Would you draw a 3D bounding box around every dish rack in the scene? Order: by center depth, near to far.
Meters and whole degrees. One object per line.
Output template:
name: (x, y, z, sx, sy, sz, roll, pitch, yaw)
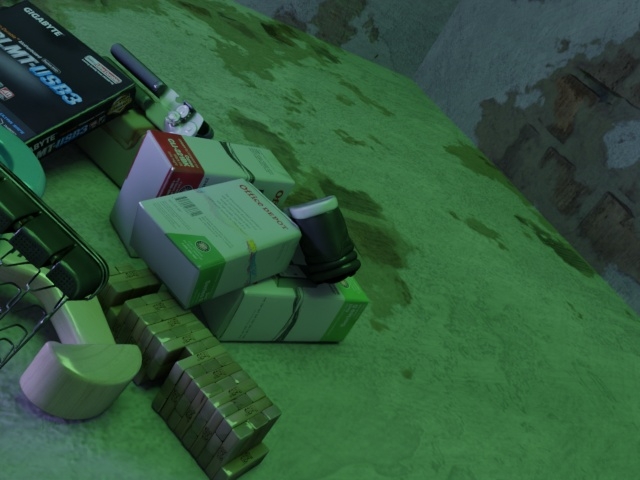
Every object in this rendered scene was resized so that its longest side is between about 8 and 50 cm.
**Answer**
dish rack: (-0.394, 0.062, 0.703, 0.208, 0.271, 0.074, 45, 4, -7)

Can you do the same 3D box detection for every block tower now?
block tower: (-0.196, 0.172, 0.915, 0.335, 0.097, 0.091, 44, 29, 20)

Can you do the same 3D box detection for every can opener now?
can opener: (-0.329, -0.280, 1.297, 0.280, 0.074, 0.093, 42, -6, 16)

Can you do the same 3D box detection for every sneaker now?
sneaker: (0.000, 0.000, 1.171, 0.296, 0.104, 0.147, -129, -157, -84)

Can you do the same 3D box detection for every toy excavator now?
toy excavator: (-0.442, -0.012, 0.868, 0.445, 0.222, 0.433, 27, 27, -29)

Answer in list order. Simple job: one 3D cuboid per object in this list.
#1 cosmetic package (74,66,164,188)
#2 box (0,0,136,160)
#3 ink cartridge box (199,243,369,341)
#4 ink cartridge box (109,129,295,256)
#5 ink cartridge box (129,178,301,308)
cosmetic package: (-0.394, -0.225, 1.337, 0.296, 0.129, 0.153, 41, 27, 17)
box: (-0.536, -0.282, 1.165, 0.295, 0.073, 0.293, 39, 50, 9)
ink cartridge box: (-0.080, 0.073, 1.181, 0.272, 0.115, 0.198, 8, 36, -39)
ink cartridge box: (-0.210, -0.075, 1.202, 0.272, 0.197, 0.114, 1, 42, -46)
ink cartridge box: (-0.159, -0.003, 1.018, 0.154, 0.093, 0.212, 43, 40, 24)
